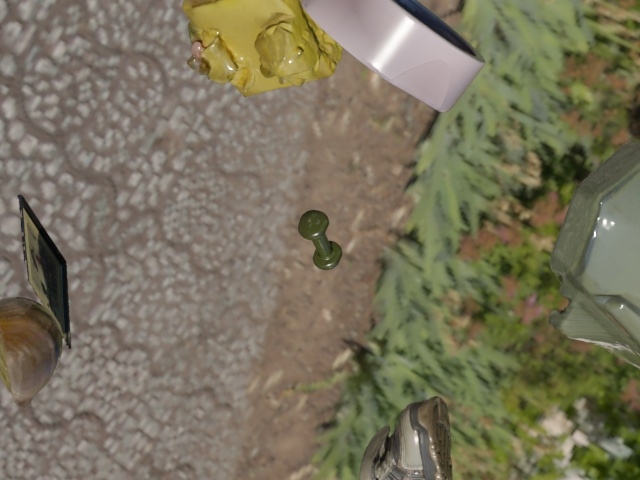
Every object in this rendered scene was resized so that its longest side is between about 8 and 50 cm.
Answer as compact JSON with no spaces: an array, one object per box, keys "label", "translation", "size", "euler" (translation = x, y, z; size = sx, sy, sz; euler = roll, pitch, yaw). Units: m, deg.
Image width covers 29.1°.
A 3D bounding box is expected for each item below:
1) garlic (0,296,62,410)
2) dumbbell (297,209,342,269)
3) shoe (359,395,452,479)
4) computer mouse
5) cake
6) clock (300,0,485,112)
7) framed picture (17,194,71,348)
[{"label":"garlic","translation":[-0.425,0.149,1.780],"size":[0.101,0.087,0.195],"euler":[-37,144,-32]},{"label":"dumbbell","translation":[0.000,0.000,1.933],"size":[0.118,0.046,0.052],"euler":[66,40,-56]},{"label":"shoe","translation":[0.083,0.221,1.217],"size":[0.089,0.092,0.180],"euler":[-81,166,-46]},{"label":"computer mouse","translation":[0.378,0.040,1.260],"size":[0.429,0.145,0.228],"euler":[29,91,-55]},{"label":"cake","translation":[-0.086,-0.382,2.117],"size":[0.222,0.227,0.286],"euler":[57,43,-30]},{"label":"clock","translation":[0.077,-0.220,1.297],"size":[0.068,0.197,0.197],"euler":[-53,159,16]},{"label":"framed picture","translation":[-0.460,0.054,2.061],"size":[0.010,0.195,0.199],"euler":[-17,135,-26]}]
